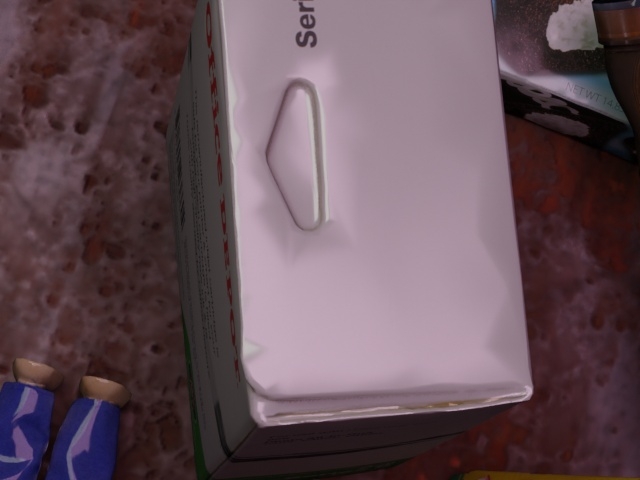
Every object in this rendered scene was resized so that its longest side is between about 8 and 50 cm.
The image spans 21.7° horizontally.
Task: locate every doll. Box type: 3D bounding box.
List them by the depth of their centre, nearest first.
[{"bbox_3d":[-0.149,0.162,0.865,0.129,0.046,0.189,16,75,-4],"label":"doll"}]

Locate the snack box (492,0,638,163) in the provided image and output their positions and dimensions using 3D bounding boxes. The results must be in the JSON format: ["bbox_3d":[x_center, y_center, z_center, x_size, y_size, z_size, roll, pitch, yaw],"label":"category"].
[{"bbox_3d":[0.144,-0.165,0.978,0.322,0.060,0.187,21,75,-4],"label":"snack box"}]

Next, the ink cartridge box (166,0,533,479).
[{"bbox_3d":[0.000,0.000,0.799,0.122,0.289,0.211,-3,78,-10],"label":"ink cartridge box"}]

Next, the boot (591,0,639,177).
[{"bbox_3d":[0.255,-0.104,0.927,0.219,0.082,0.106,-14,103,-16],"label":"boot"}]

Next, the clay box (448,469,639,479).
[{"bbox_3d":[0.112,0.182,0.821,0.053,0.222,0.127,26,75,-19],"label":"clay box"}]
